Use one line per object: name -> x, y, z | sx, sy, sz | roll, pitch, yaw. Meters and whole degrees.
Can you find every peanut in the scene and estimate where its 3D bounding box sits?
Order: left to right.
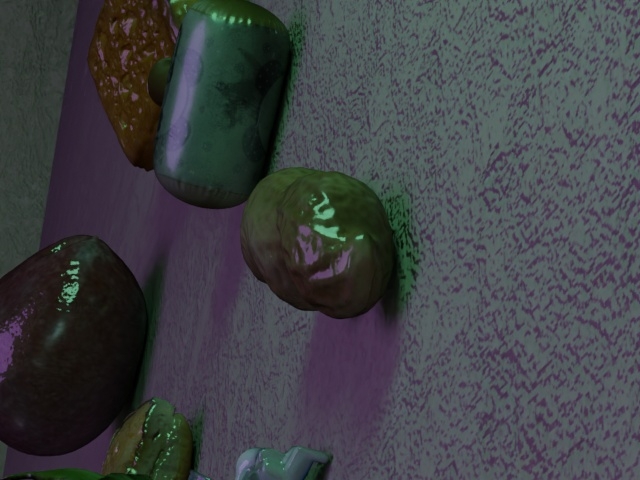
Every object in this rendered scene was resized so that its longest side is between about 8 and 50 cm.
peanut -> -0.001, 0.000, 1.208 | 0.228, 0.085, 0.104 | -170, 83, -74

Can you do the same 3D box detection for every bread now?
bread -> -0.169, 0.229, 1.688 | 0.106, 0.082, 0.125 | -34, 35, 56
bread -> -0.179, -0.216, 1.964 | 0.210, 0.099, 0.235 | 64, 143, 27

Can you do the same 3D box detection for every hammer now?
hammer -> -0.127, -0.145, 1.716 | 0.305, 0.113, 0.202 | -155, 80, -70

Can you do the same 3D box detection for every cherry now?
cherry -> -0.331, 0.128, 2.127 | 0.307, 0.221, 0.261 | -60, 27, 15

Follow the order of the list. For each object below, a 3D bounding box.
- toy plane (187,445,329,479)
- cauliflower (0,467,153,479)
toy plane -> -0.075, 0.260, 1.200 | 0.267, 0.122, 0.267 | -55, 12, 18
cauliflower -> -0.182, 0.329, 1.364 | 0.256, 0.239, 0.315 | 97, 149, -62
